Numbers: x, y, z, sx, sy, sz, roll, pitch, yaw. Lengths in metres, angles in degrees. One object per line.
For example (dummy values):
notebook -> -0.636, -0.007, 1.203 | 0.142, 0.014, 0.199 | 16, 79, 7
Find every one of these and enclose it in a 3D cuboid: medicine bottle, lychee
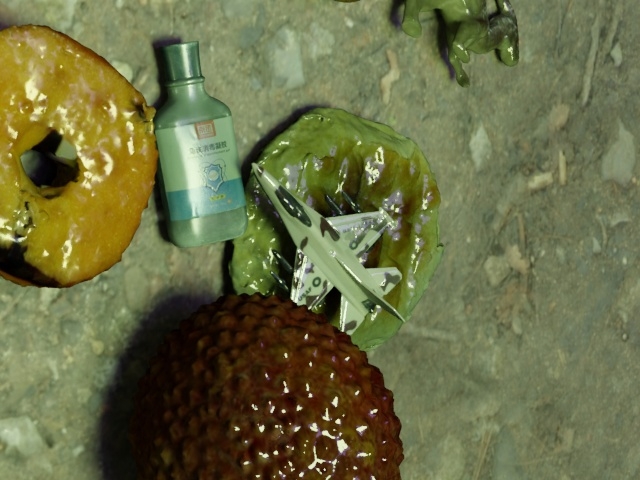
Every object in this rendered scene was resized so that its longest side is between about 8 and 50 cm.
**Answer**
medicine bottle -> -0.130, -0.100, 1.722 | 0.090, 0.053, 0.209 | -13, 100, -29
lychee -> -0.054, 0.201, 1.669 | 0.275, 0.275, 0.304 | -17, 89, -38

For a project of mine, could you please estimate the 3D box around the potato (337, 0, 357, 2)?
potato -> 0.020, -0.333, 1.792 | 0.137, 0.137, 0.176 | -61, 148, -19

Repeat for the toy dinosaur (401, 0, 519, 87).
toy dinosaur -> 0.154, -0.291, 1.937 | 0.294, 0.077, 0.162 | 61, 37, -43

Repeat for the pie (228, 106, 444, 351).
pie -> 0.023, -0.007, 1.855 | 0.306, 0.071, 0.306 | -3, 95, -41

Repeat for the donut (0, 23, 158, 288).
donut -> -0.271, -0.077, 1.566 | 0.253, 0.118, 0.254 | -7, 100, -42

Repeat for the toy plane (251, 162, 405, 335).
toy plane -> -0.002, 0.003, 1.752 | 0.234, 0.082, 0.160 | 46, 77, -13
